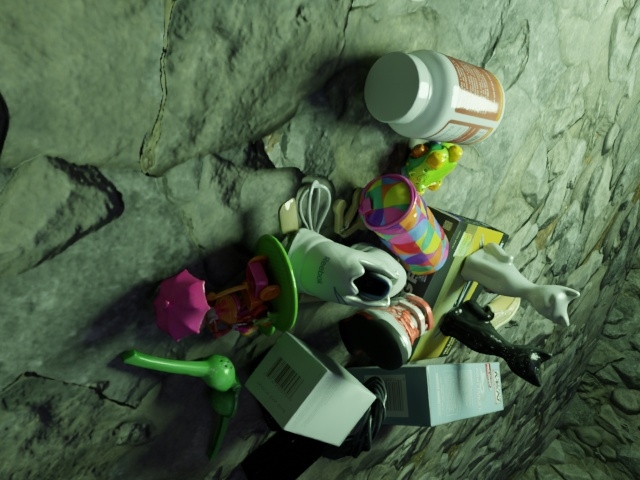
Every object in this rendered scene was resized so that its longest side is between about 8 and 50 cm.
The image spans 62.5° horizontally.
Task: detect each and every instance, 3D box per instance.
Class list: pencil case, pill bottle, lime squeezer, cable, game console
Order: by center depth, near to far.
[{"bbox_3d":[0.166,-0.206,0.764,0.216,0.121,0.121,-4,118,-46],"label":"pill bottle"},{"bbox_3d":[-0.162,0.231,0.765,0.110,0.058,0.311,-39,139,-22],"label":"lime squeezer"},{"bbox_3d":[0.141,-0.017,0.877,0.104,0.104,0.236,-53,145,-5],"label":"pencil case"},{"bbox_3d":[0.071,0.311,0.933,0.184,0.047,0.151,-50,-175,48],"label":"cable"},{"bbox_3d":[-0.060,0.317,0.944,0.213,0.044,0.362,-35,136,-26],"label":"game console"}]

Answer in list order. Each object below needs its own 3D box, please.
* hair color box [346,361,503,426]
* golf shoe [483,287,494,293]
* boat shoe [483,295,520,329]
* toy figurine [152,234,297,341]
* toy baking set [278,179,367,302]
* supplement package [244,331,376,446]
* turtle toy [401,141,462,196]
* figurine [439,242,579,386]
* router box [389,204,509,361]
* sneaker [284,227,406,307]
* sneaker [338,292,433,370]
[{"bbox_3d":[0.235,0.322,1.132,0.374,0.185,0.114,14,69,-51],"label":"hair color box"},{"bbox_3d":[0.405,0.077,1.224,0.186,0.067,0.086,6,85,-84],"label":"golf shoe"},{"bbox_3d":[0.462,0.194,1.407,0.190,0.068,0.072,-45,129,-15],"label":"boat shoe"},{"bbox_3d":[-0.133,0.082,0.676,0.159,0.130,0.173,-11,149,-27],"label":"toy figurine"},{"bbox_3d":[-0.001,0.007,0.808,0.256,0.030,0.197,-2,111,-53],"label":"toy baking set"},{"bbox_3d":[-0.011,0.235,0.821,0.105,0.105,0.179,-53,140,-5],"label":"supplement package"},{"bbox_3d":[0.185,-0.131,0.879,0.130,0.066,0.095,-25,155,-38],"label":"turtle toy"},{"bbox_3d":[0.361,0.140,1.007,0.092,0.209,0.215,-8,121,-44],"label":"figurine"},{"bbox_3d":[0.244,0.097,1.089,0.242,0.081,0.309,8,109,-49],"label":"router box"},{"bbox_3d":[0.063,0.063,0.786,0.297,0.129,0.111,10,100,-57],"label":"sneaker"},{"bbox_3d":[0.128,0.136,0.863,0.144,0.090,0.270,-21,176,-14],"label":"sneaker"}]
